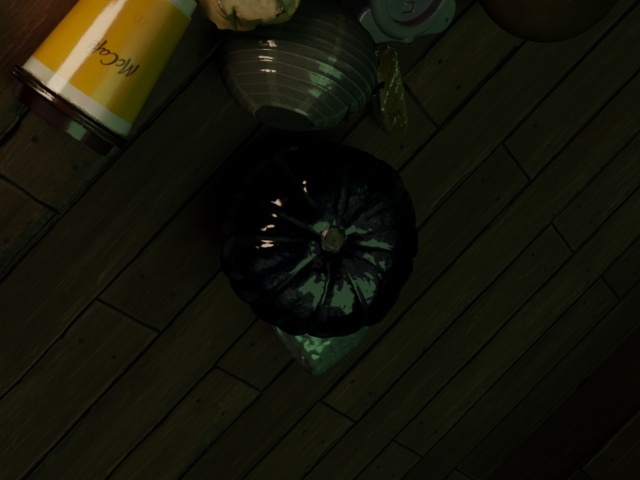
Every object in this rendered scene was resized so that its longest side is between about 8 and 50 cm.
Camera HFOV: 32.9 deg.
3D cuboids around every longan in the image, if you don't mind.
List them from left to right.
[{"bbox_3d":[0.405,-0.487,1.903,0.297,0.297,0.297,-23,137,-24],"label":"longan"}]

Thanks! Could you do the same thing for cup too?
[{"bbox_3d":[-0.307,-0.271,1.578,0.280,0.196,0.196,-54,140,1],"label":"cup"}]

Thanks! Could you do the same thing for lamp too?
[{"bbox_3d":[-0.030,-0.290,1.747,0.233,0.265,0.233,11,90,-79],"label":"lamp"}]

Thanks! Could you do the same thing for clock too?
[{"bbox_3d":[0.147,-0.464,1.861,0.227,0.090,0.248,-16,132,-31],"label":"clock"}]

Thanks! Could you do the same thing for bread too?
[{"bbox_3d":[-0.104,-0.425,1.584,0.183,0.211,0.224,-21,142,-15],"label":"bread"},{"bbox_3d":[0.118,-0.282,2.025,0.073,0.053,0.214,-34,137,-18],"label":"bread"}]

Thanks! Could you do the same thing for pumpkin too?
[{"bbox_3d":[0.000,0.000,1.948,0.363,0.266,0.363,1,86,-16],"label":"pumpkin"}]

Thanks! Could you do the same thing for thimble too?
[{"bbox_3d":[-0.011,0.142,2.173,0.172,0.205,0.250,-36,135,-11],"label":"thimble"}]
